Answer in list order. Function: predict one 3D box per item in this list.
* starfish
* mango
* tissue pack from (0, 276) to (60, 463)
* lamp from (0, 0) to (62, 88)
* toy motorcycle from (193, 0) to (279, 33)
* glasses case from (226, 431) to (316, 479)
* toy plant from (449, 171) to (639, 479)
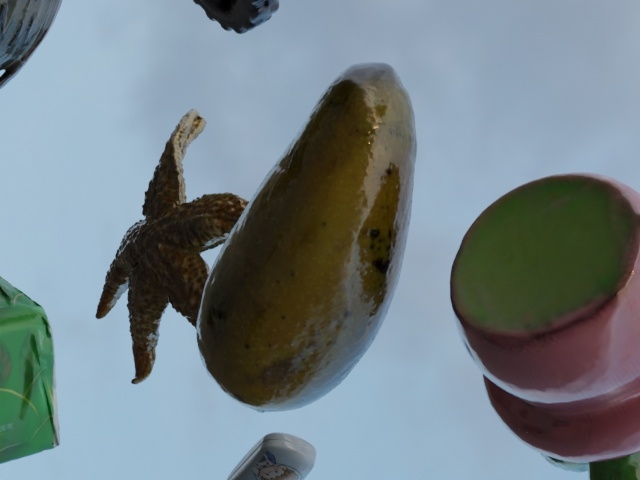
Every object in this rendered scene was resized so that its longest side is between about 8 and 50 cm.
[{"bbox_3d":[-0.152,0.008,2.068,0.375,0.094,0.327,-12,-106,50],"label":"starfish"},{"bbox_3d":[0.002,0.007,1.649,0.329,0.175,0.176,-58,-136,32],"label":"mango"},{"bbox_3d":[-0.283,0.059,1.123,0.148,0.209,0.156,26,-57,49],"label":"tissue pack"},{"bbox_3d":[-0.355,-0.278,1.784,0.233,0.233,0.265,26,-61,55],"label":"lamp"},{"bbox_3d":[-0.165,-0.374,1.654,0.416,0.172,0.232,54,-25,4],"label":"toy motorcycle"},{"bbox_3d":[-0.061,0.278,2.258,0.178,0.067,0.045,128,-20,-53],"label":"glasses case"},{"bbox_3d":[0.270,0.111,1.592,0.317,0.210,0.356,1,-42,34],"label":"toy plant"}]
